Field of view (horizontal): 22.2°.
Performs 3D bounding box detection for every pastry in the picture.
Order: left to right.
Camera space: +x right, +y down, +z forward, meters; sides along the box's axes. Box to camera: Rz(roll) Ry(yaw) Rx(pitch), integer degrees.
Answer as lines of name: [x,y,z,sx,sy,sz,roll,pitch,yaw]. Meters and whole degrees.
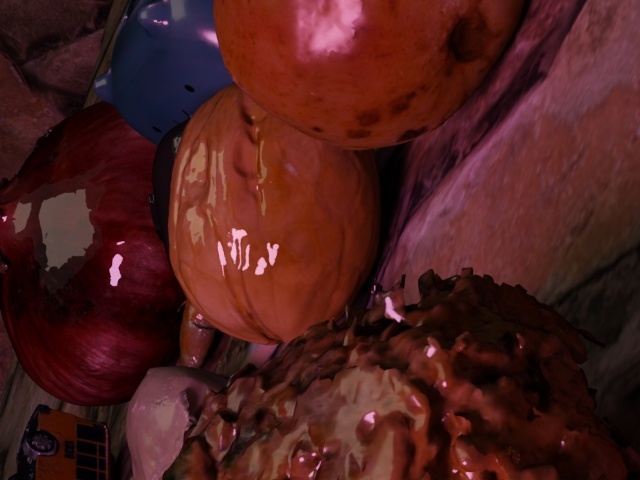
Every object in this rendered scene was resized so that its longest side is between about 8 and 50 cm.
pastry: [0.028,0.140,0.707,0.275,0.193,0.274,-159,90,-74]

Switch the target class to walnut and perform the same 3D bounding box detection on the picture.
walnut: [-0.033,-0.026,1.191,0.159,0.159,0.206,144,126,-65]

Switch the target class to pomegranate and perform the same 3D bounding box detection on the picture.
pomegranate: [0.024,-0.175,1.072,0.215,0.215,0.215,-161,90,-75]

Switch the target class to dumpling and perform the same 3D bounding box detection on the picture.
dumpling: [-0.109,0.170,1.338,0.199,0.118,0.136,-50,-17,-76]

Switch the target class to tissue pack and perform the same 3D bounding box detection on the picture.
tissue pack: [-0.078,-0.187,1.461,0.287,0.206,0.198,149,133,-66]

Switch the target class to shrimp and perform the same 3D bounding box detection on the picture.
shrimp: [-0.105,0.029,1.615,0.115,0.051,0.217,171,115,-76]

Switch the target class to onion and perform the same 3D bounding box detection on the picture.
onion: [-0.266,0.004,1.778,0.347,0.285,0.347,-41,42,51]

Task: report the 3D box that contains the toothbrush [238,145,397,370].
toothbrush: [0.000,0.000,1.308,0.028,0.037,0.375,-83,16,-49]

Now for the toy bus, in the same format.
toy bus: [-0.288,0.287,1.820,0.201,0.114,0.098,-99,31,-51]

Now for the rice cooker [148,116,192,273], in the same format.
rice cooker: [-0.072,-0.030,1.363,0.203,0.142,0.118,94,169,-62]
